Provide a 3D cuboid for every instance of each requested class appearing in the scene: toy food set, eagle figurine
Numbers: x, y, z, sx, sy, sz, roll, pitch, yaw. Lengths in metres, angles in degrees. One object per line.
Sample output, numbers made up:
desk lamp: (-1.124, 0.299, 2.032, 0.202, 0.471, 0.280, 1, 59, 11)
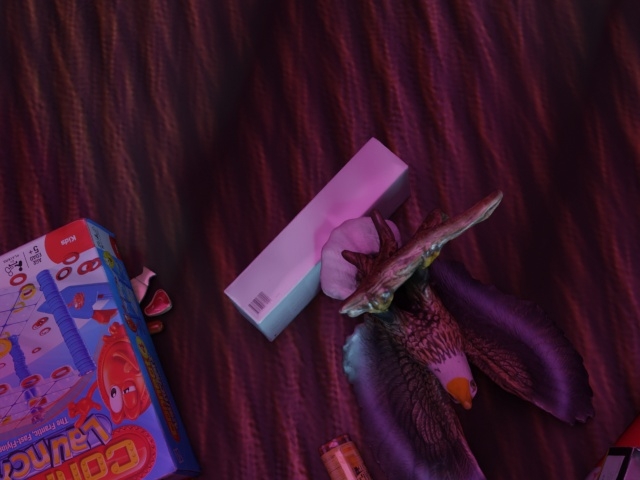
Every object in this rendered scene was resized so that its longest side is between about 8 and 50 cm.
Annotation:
toy food set: (-0.215, 0.098, 1.293, 0.078, 0.019, 0.122, 40, 82, 16)
eagle figurine: (0.128, 0.117, 1.162, 0.226, 0.298, 0.225, -9, 44, 30)

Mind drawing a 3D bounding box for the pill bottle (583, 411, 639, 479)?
pill bottle: (0.376, 0.263, 1.070, 0.229, 0.229, 0.407, 40, 81, 16)

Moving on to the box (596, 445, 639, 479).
box: (0.342, 0.348, 0.898, 0.322, 0.079, 0.257, 24, 78, 5)

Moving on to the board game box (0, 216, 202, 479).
board game box: (-0.329, 0.176, 1.233, 0.308, 0.086, 0.301, -25, 72, 4)

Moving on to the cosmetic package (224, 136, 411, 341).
cosmetic package: (0.000, 0.000, 1.260, 0.060, 0.099, 0.239, 41, 81, 18)

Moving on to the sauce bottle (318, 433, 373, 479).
sauce bottle: (0.042, 0.271, 1.203, 0.042, 0.042, 0.128, -28, 74, -3)
